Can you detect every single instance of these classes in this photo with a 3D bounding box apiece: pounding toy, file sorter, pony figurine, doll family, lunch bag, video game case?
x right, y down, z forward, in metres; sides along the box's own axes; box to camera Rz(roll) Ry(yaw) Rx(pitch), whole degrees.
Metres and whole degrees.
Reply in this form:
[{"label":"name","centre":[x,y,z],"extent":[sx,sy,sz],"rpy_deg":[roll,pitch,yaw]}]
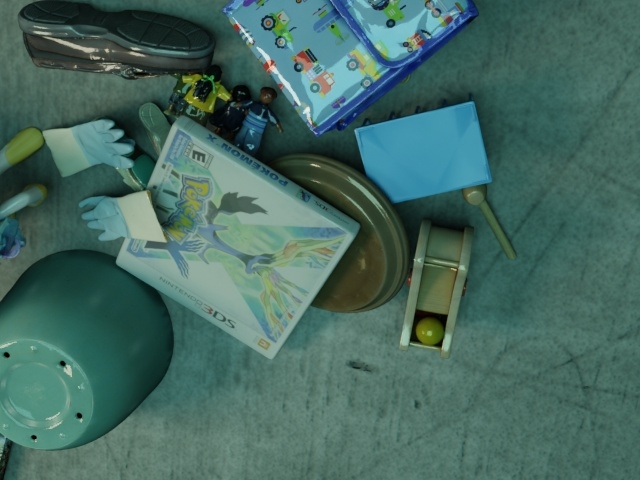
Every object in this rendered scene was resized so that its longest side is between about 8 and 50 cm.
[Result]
[{"label":"pounding toy","centre":[0.209,0.048,1.550],"extent":[0.155,0.154,0.269],"rpy_deg":[10,111,5]},{"label":"file sorter","centre":[0.151,-0.136,1.522],"extent":[0.170,0.104,0.118],"rpy_deg":[-12,108,13]},{"label":"pony figurine","centre":[-0.575,-0.012,1.540],"extent":[0.351,0.363,0.303],"rpy_deg":[-29,103,17]},{"label":"doll family","centre":[-0.142,-0.203,1.566],"extent":[0.193,0.076,0.111],"rpy_deg":[25,106,-5]},{"label":"lunch bag","centre":[0.056,-0.318,1.435],"extent":[0.293,0.138,0.221],"rpy_deg":[-38,88,20]},{"label":"video game case","centre":[-0.135,0.007,1.583],"extent":[0.300,0.036,0.329],"rpy_deg":[32,133,0]}]

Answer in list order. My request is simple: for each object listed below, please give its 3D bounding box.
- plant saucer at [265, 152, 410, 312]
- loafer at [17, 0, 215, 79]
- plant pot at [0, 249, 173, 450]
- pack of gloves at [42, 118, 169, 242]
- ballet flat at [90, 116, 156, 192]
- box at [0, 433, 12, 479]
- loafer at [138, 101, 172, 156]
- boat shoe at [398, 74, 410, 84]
[{"label":"plant saucer","centre":[0.000,0.000,1.569],"extent":[0.278,0.041,0.278],"rpy_deg":[18,130,22]},{"label":"loafer","centre":[-0.296,-0.282,1.556],"extent":[0.302,0.109,0.095],"rpy_deg":[12,130,11]},{"label":"plant pot","centre":[-0.403,0.191,1.652],"extent":[0.293,0.235,0.293],"rpy_deg":[3,110,8]},{"label":"pack of gloves","centre":[-0.314,-0.093,1.600],"extent":[0.232,0.046,0.195],"rpy_deg":[0,117,50]},{"label":"ballet flat","centre":[-0.297,-0.120,1.634],"extent":[0.168,0.057,0.052],"rpy_deg":[51,136,-6]},{"label":"box","centre":[-0.657,0.339,1.843],"extent":[0.233,0.044,0.159],"rpy_deg":[20,111,2]},{"label":"loafer","centre":[-0.240,-0.156,1.617],"extent":[0.045,0.039,0.125],"rpy_deg":[-33,108,-15]},{"label":"boat shoe","centre":[0.094,-0.284,1.511],"extent":[0.050,0.045,0.135],"rpy_deg":[-17,105,15]}]
